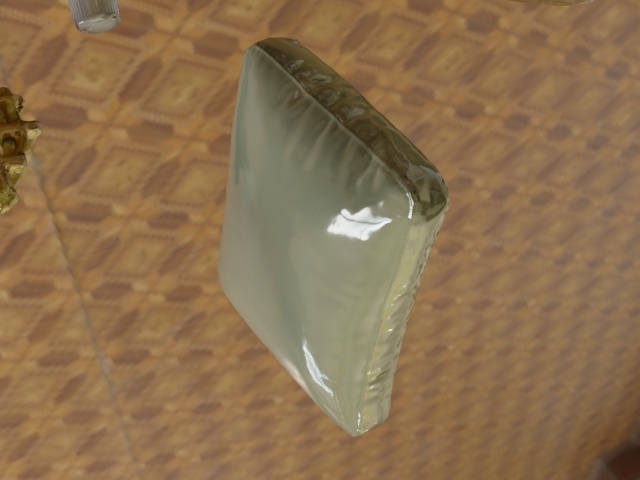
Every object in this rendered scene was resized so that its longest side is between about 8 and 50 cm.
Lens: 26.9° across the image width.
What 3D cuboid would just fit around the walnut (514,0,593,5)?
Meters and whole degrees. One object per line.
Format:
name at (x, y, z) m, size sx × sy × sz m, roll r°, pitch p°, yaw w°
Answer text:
walnut at (0.210, -0.301, 1.257) m, size 0.207 × 0.167 × 0.167 m, roll 2°, pitch 138°, yaw -25°

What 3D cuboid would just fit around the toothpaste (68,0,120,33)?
toothpaste at (-0.241, -0.325, 1.257) m, size 0.069 × 0.282 × 0.099 m, roll -16°, pitch 164°, yaw -4°

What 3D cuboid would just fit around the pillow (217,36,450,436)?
pillow at (0.000, 0.000, 1.230) m, size 0.120 × 0.255 × 0.322 m, roll -20°, pitch 140°, yaw -30°

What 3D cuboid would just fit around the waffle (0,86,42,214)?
waffle at (-0.462, -0.115, 1.535) m, size 0.291 × 0.291 × 0.051 m, roll -18°, pitch 164°, yaw -30°
